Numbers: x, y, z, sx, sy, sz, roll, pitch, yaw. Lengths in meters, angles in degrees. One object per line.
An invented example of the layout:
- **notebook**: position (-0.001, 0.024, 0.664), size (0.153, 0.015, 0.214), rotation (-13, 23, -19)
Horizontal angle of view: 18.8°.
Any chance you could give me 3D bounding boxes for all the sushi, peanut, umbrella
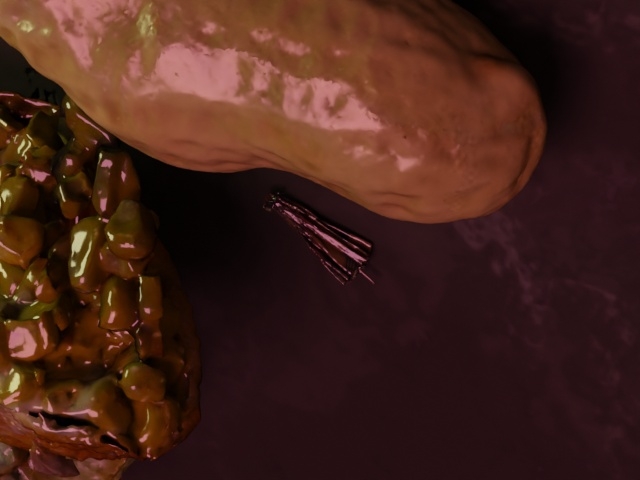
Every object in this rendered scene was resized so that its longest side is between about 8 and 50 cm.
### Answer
- **sushi**: position (-0.174, 0.009, 1.126), size (0.167, 0.296, 0.179), rotation (-20, 151, -2)
- **peanut**: position (-0.033, -0.098, 1.024), size (0.319, 0.147, 0.147), rotation (22, 132, 9)
- **umbrella**: position (0.001, -0.001, 1.149), size (0.083, 0.020, 0.031), rotation (42, 134, 5)

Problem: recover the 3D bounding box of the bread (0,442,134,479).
- **bread**: position (-0.212, 0.108, 1.290), size (0.257, 0.124, 0.186), rotation (-26, 106, 40)
